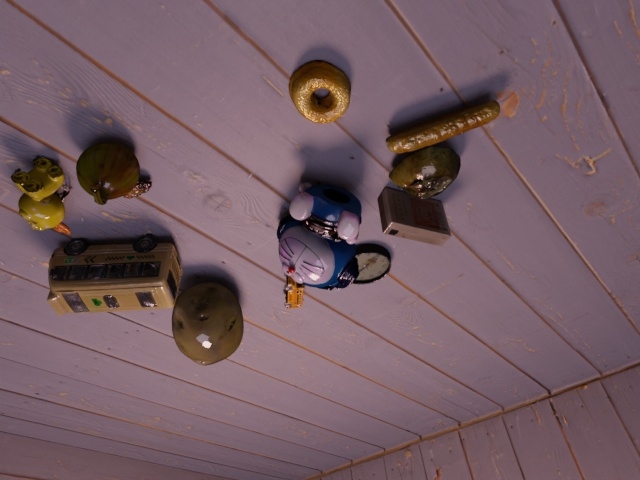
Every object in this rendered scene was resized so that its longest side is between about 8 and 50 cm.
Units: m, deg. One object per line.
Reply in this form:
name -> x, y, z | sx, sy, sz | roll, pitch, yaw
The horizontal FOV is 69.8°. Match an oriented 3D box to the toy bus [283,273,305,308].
toy bus -> -0.094, 0.173, 1.620 | 0.074, 0.069, 0.162 | -1, 139, -6

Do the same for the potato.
potato -> -0.388, 0.299, 1.601 | 0.221, 0.243, 0.326 | 14, 134, 14

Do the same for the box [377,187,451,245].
box -> 0.273, -0.068, 1.346 | 0.201, 0.141, 0.058 | 13, 139, -18

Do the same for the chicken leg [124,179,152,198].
chicken leg -> -0.527, -0.137, 1.246 | 0.145, 0.037, 0.062 | -13, 172, 11

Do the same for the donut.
donut -> 0.000, -0.341, 1.078 | 0.152, 0.058, 0.152 | -5, 139, -4

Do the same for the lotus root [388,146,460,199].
lotus root -> 0.290, -0.167, 1.249 | 0.183, 0.078, 0.203 | 5, 154, -20

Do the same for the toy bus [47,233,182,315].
toy bus -> -0.626, 0.113, 1.398 | 0.365, 0.202, 0.177 | -3, 139, -3

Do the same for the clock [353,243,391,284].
clock -> 0.154, 0.085, 1.573 | 0.184, 0.040, 0.184 | -3, 137, -3

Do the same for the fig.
fig -> -0.519, -0.153, 1.132 | 0.142, 0.186, 0.148 | 13, 145, -44

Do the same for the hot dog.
hot dog -> 0.306, -0.282, 1.154 | 0.286, 0.088, 0.061 | -18, 100, 17

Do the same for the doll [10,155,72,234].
doll -> -0.736, -0.105, 1.220 | 0.143, 0.135, 0.221 | 30, 141, 8

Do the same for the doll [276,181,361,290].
doll -> 0.000, 0.000, 1.330 | 0.284, 0.240, 0.310 | 31, 123, 19
